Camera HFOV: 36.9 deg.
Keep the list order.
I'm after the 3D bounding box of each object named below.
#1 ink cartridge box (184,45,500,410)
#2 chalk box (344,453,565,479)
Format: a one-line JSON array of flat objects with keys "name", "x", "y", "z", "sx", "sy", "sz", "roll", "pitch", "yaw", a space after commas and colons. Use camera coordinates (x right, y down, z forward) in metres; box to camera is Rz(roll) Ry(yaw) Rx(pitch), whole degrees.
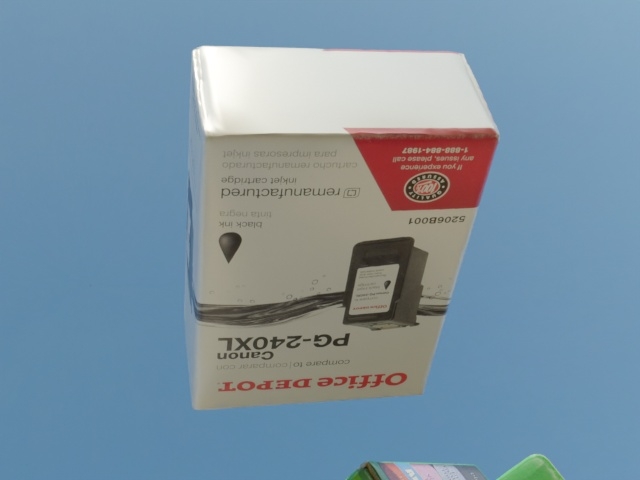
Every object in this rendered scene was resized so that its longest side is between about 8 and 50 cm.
[{"name": "ink cartridge box", "x": 0.000, "y": 0.000, "z": 0.400, "sx": 0.109, "sy": 0.063, "sz": 0.150, "roll": -2, "pitch": -48, "yaw": -11}, {"name": "chalk box", "x": 0.048, "y": 0.197, "z": 0.478, "sx": 0.213, "sy": 0.132, "sz": 0.132, "roll": -46, "pitch": -122, "yaw": 16}]
